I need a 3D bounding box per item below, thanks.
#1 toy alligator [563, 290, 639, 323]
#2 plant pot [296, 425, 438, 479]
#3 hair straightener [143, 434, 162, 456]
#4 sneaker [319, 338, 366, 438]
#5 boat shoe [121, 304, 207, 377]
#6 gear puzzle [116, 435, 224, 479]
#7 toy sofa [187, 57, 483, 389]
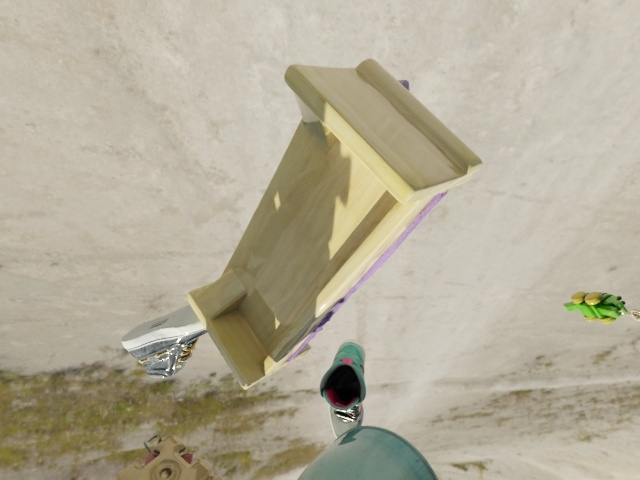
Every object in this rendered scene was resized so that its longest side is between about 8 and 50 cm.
[{"bbox_3d":[0.537,0.120,0.775,0.051,0.056,0.189,-37,180,-9],"label":"toy alligator"},{"bbox_3d":[0.050,0.502,0.720,0.271,0.272,0.255,-32,159,27],"label":"plant pot"},{"bbox_3d":[-0.238,0.390,0.691,0.047,0.230,0.089,-28,123,-31],"label":"hair straightener"},{"bbox_3d":[0.066,0.436,1.124,0.123,0.296,0.178,3,-176,14],"label":"sneaker"},{"bbox_3d":[-0.209,0.152,0.630,0.183,0.065,0.083,-19,110,23],"label":"boat shoe"},{"bbox_3d":[-0.214,0.333,0.360,0.339,0.175,0.044,-26,133,-52],"label":"gear puzzle"},{"bbox_3d":[0.000,0.000,0.469,0.177,0.150,0.362,-20,154,-46],"label":"toy sofa"}]
